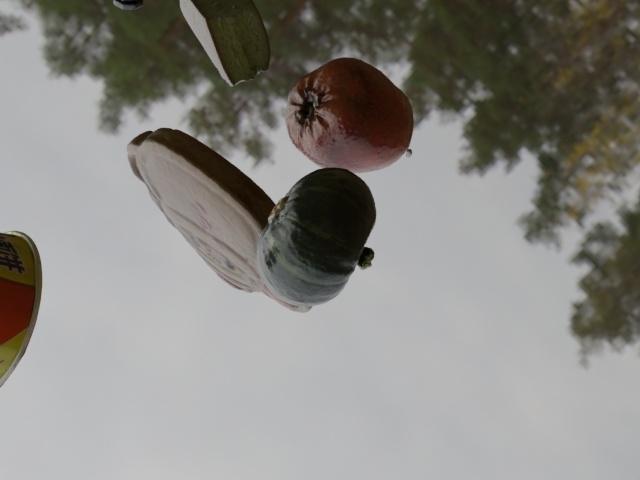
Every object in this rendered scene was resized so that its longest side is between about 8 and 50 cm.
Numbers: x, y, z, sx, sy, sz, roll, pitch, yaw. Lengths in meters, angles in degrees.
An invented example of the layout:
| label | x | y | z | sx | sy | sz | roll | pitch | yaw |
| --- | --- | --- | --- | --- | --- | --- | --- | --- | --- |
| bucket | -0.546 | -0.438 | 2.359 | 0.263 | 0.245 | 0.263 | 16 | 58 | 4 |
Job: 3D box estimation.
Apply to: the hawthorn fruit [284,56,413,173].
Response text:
| label | x | y | z | sx | sy | sz | roll | pitch | yaw |
| --- | --- | --- | --- | --- | --- | --- | --- | --- | --- |
| hawthorn fruit | 0.075 | -0.143 | 1.880 | 0.285 | 0.165 | 0.165 | 27 | -154 | -50 |

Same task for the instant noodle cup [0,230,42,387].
| label | x | y | z | sx | sy | sz | roll | pitch | yaw |
| --- | --- | --- | --- | --- | --- | --- | --- | --- | --- |
| instant noodle cup | -0.453 | 0.066 | 1.606 | 0.174 | 0.213 | 0.213 | 20 | -149 | -39 |

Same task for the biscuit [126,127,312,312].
| label | x | y | z | sx | sy | sz | roll | pitch | yaw |
| --- | --- | --- | --- | --- | --- | --- | --- | --- | --- |
| biscuit | -0.145 | -0.020 | 2.128 | 0.359 | 0.074 | 0.381 | 36 | 158 | 21 |

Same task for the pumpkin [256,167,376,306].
| label | x | y | z | sx | sy | sz | roll | pitch | yaw |
| --- | --- | --- | --- | --- | --- | --- | --- | --- | --- |
| pumpkin | -0.003 | -0.001 | 1.564 | 0.125 | 0.167 | 0.167 | 45 | -159 | -14 |

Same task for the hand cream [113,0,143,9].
| label | x | y | z | sx | sy | sz | roll | pitch | yaw |
| --- | --- | --- | --- | --- | --- | --- | --- | --- | --- |
| hand cream | -0.251 | -0.437 | 1.854 | 0.091 | 0.271 | 0.058 | 20 | -140 | 13 |

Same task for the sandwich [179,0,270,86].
| label | x | y | z | sx | sy | sz | roll | pitch | yaw |
| --- | --- | --- | --- | --- | --- | --- | --- | --- | --- |
| sandwich | -0.161 | -0.361 | 2.241 | 0.094 | 0.096 | 0.258 | -21 | -130 | -17 |
